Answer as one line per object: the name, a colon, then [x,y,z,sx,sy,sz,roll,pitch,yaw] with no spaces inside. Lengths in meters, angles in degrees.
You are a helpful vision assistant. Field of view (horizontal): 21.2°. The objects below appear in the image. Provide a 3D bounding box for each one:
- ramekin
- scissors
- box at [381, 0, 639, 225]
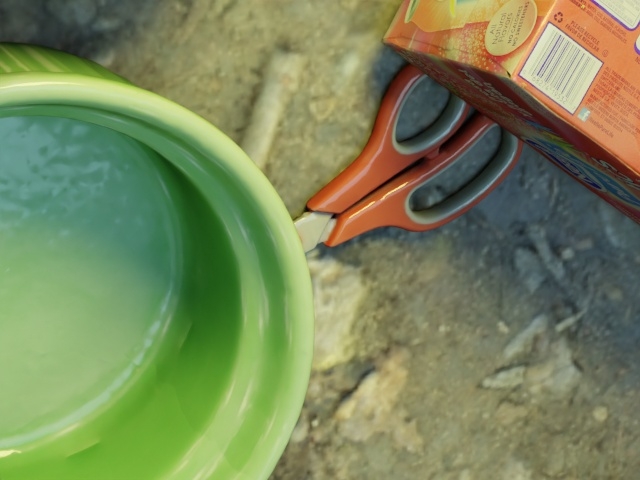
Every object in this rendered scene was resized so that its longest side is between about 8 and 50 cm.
ramekin: [-0.168,0.039,0.917,0.303,0.148,0.303,-8,114,-19]
scissors: [0.000,0.000,1.064,0.297,0.021,0.109,-41,124,-6]
box: [0.209,-0.102,1.037,0.300,0.142,0.154,30,89,-33]
